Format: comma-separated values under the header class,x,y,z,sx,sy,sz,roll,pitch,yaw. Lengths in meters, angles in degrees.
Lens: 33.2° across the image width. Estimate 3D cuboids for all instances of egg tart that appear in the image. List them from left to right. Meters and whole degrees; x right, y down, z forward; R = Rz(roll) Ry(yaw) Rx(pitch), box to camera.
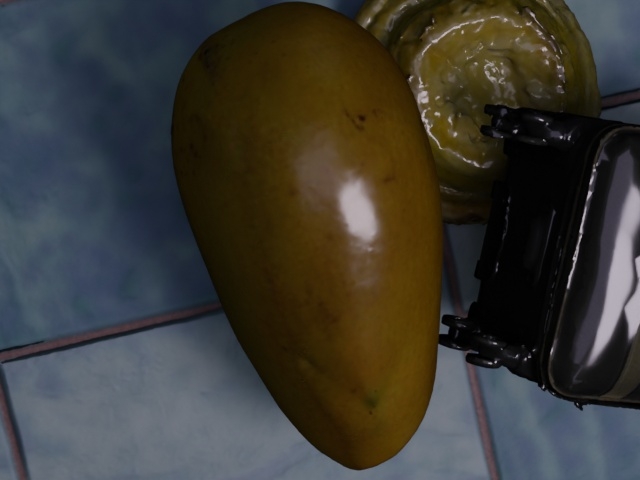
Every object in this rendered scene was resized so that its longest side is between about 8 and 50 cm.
class,x,y,z,sx,sy,sz,roll,pitch,yaw
egg tart,0.159,-0.153,1.110,0.290,0.115,0.290,-1,99,-3

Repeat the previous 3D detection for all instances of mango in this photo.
class,x,y,z,sx,sy,sz,roll,pitch,yaw
mango,0.000,0.000,1.019,0.232,0.300,0.445,-19,103,-16

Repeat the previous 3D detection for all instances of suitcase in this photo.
class,x,y,z,sx,sy,sz,roll,pitch,yaw
suitcase,0.352,0.019,1.050,0.434,0.194,0.283,8,98,-24
